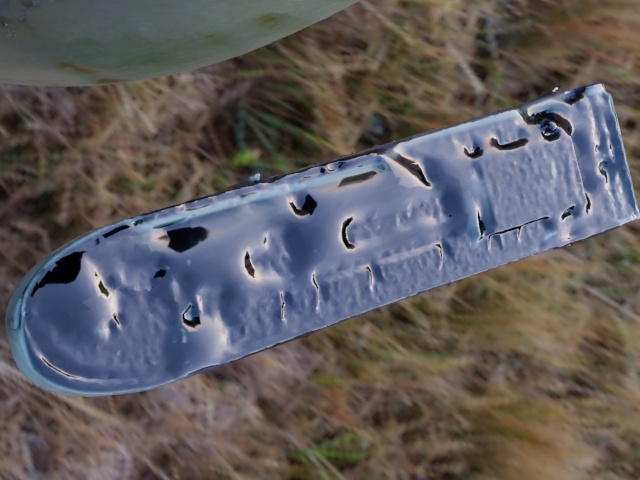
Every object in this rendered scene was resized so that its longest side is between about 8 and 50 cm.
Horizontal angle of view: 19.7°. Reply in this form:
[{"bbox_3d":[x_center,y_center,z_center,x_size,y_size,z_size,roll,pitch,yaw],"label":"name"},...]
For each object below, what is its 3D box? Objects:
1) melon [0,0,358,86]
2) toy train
[{"bbox_3d":[-0.052,-0.162,0.415,0.271,0.272,0.308,32,134,-32],"label":"melon"},{"bbox_3d":[0.000,0.000,0.570,0.234,0.051,0.052,-18,94,-35],"label":"toy train"}]
